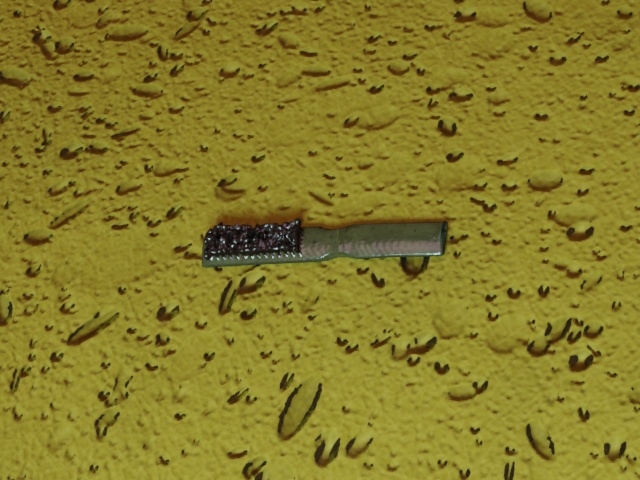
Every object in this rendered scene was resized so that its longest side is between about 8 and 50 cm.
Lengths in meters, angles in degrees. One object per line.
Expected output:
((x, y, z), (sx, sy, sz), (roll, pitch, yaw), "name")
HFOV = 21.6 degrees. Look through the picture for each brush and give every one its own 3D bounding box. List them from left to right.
((0.000, 0.000, 1.641), (0.248, 0.036, 0.043), (-2, 67, 15), "brush")
